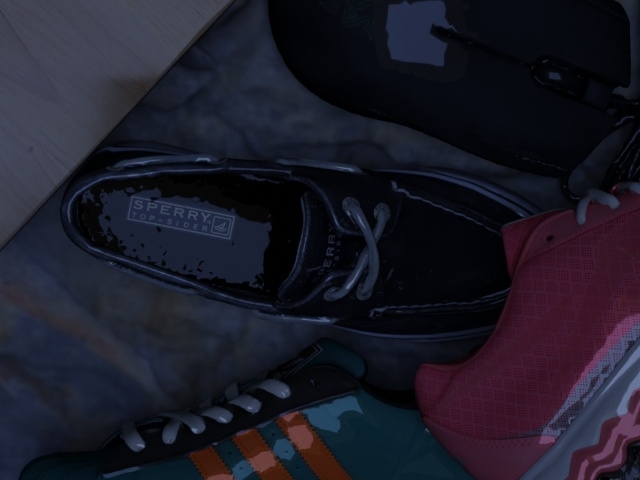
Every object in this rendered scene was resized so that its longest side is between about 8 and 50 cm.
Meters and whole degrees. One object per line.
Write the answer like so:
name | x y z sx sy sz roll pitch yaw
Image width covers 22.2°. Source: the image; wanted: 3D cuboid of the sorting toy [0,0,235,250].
sorting toy | -0.201 -0.159 0.918 0.257 0.089 0.255 43 93 -6

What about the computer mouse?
computer mouse | 0.104 -0.116 0.942 0.272 0.072 0.189 14 96 -4

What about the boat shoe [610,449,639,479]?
boat shoe | 0.188 0.157 0.986 0.049 0.056 0.152 -17 97 5

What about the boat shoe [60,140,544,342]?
boat shoe | 0.000 0.000 0.937 0.301 0.102 0.108 12 96 -4

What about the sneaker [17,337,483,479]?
sneaker | -0.030 0.116 0.954 0.302 0.108 0.121 -2 96 -10

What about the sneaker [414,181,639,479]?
sneaker | 0.170 0.009 0.876 0.136 0.116 0.314 40 92 11
